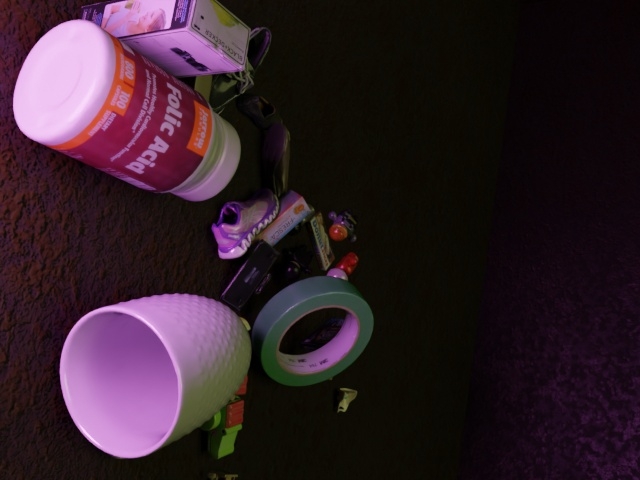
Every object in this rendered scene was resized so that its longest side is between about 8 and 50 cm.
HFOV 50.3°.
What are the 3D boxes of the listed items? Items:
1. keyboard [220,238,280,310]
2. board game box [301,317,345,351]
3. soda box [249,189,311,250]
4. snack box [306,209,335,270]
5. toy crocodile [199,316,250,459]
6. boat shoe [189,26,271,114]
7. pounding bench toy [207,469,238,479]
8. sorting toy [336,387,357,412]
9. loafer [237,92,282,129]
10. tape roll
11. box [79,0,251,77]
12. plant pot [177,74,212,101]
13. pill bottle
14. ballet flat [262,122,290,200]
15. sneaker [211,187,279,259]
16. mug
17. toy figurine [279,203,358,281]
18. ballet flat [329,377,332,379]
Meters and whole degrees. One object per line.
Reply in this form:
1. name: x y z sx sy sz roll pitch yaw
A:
1. keyboard: -0.171 0.091 1.717 0.180 0.023 0.108 -55 135 -6
2. board game box: 0.044 0.285 2.044 0.186 0.126 0.026 -31 119 -53
3. soda box: -0.114 -0.046 1.752 0.183 0.058 0.063 -42 133 -13
4. snack box: 0.000 0.000 2.049 0.064 0.022 0.178 -50 133 -43
5. toy crocodile: -0.222 0.351 1.632 0.115 0.105 0.340 7 87 -59
6. boat shoe: -0.203 -0.397 1.606 0.306 0.105 0.113 -61 140 -36
7. pounding bench toy: -0.251 0.596 1.655 0.083 0.052 0.065 30 68 -56
8. sorting toy: 0.074 0.517 2.197 0.083 0.045 0.075 17 85 -58
9. loafer: -0.142 -0.327 1.753 0.170 0.061 0.062 21 74 -58
10. tape roll: -0.018 0.243 1.803 0.322 0.077 0.321 -15 129 -19
11. box: -0.296 -0.379 1.278 0.169 0.290 0.087 24 72 -56
12. plant pot: -0.293 -0.342 1.474 0.096 0.109 0.108 30 66 -70
13. pill bottle: -0.340 -0.219 1.280 0.392 0.224 0.223 27 70 -56
14. ballet flat: -0.110 -0.183 1.794 0.058 0.084 0.249 -5 102 -45
15. sneaker: -0.189 -0.063 1.676 0.236 0.095 0.104 -56 129 -39
16. mug: -0.314 0.280 1.366 0.374 0.276 0.328 -62 161 16
17. toy figurine: -0.003 0.015 1.848 0.148 0.213 0.209 -50 147 -57
18. ballet flat: 0.050 0.377 2.132 0.168 0.053 0.057 -54 136 -42
